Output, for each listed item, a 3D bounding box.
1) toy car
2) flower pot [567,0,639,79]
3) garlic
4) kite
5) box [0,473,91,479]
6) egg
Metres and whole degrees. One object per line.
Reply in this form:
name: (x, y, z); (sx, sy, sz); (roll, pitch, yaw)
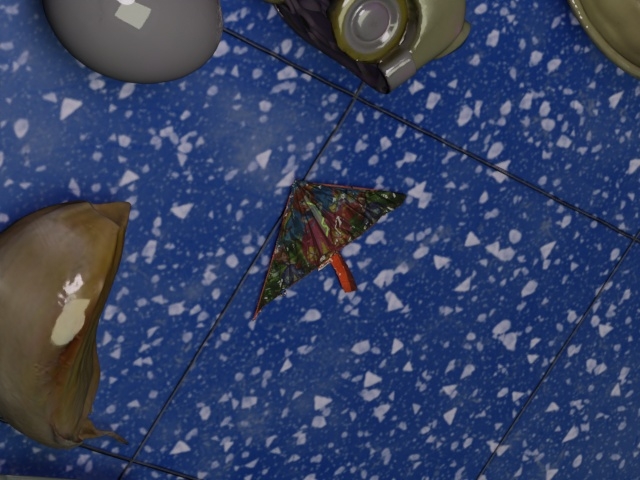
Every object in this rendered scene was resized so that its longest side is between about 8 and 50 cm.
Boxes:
toy car: (0.024, -0.342, 1.790); (0.226, 0.242, 0.336); (-39, 127, -8)
flower pot: (0.438, -0.332, 2.011); (0.244, 0.307, 0.307); (-29, 129, -30)
garlic: (-0.273, 0.124, 1.953); (0.196, 0.151, 0.338); (-20, 127, -35)
kite: (0.000, 0.000, 2.115); (0.232, 0.009, 0.189); (-35, 130, -7)
box: (-0.302, 0.352, 2.067); (0.227, 0.130, 0.162); (11, 126, -34)
egg: (-0.181, -0.227, 1.791); (0.199, 0.146, 0.146); (28, 101, -45)
